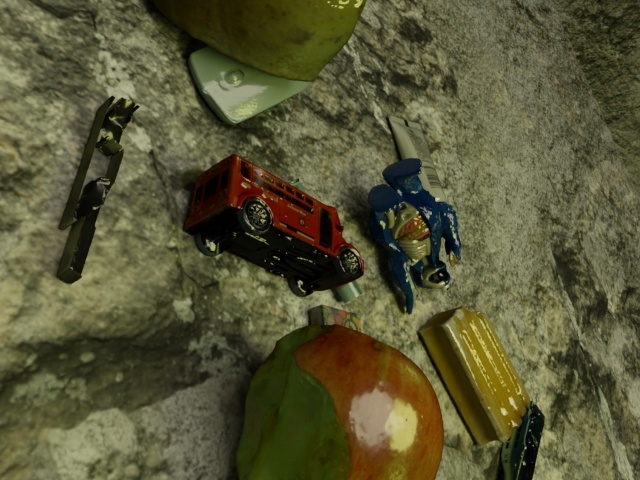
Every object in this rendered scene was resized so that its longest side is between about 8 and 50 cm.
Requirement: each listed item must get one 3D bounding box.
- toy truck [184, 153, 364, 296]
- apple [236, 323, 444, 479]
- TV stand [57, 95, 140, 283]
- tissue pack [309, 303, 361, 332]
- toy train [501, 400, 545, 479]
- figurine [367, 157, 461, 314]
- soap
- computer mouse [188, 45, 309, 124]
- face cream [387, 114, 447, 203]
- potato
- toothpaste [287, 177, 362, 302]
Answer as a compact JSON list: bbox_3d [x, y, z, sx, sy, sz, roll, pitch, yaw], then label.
[{"bbox_3d":[-0.053,-0.014,0.948,0.253,0.107,0.114,27,53,-37],"label":"toy truck"},{"bbox_3d":[0.013,0.226,0.792,0.246,0.246,0.226,42,58,-26],"label":"apple"},{"bbox_3d":[-0.260,-0.066,0.798,0.042,0.036,0.249,32,49,-36],"label":"TV stand"},{"bbox_3d":[0.023,0.133,1.015,0.083,0.035,0.063,21,56,-39],"label":"tissue pack"},{"bbox_3d":[0.356,0.397,1.239,0.052,0.051,0.234,49,45,-18],"label":"toy train"},{"bbox_3d":[0.157,-0.011,1.188,0.164,0.121,0.262,-32,120,-26],"label":"figurine"},{"bbox_3d":[0.278,0.227,1.223,0.140,0.073,0.232,-32,95,-53],"label":"soap"},{"bbox_3d":[-0.098,-0.263,1.060,0.128,0.079,0.231,56,43,-6],"label":"computer mouse"},{"bbox_3d":[0.195,-0.135,1.341,0.092,0.058,0.243,7,60,-40],"label":"face cream"},{"bbox_3d":[-0.089,-0.416,0.933,0.213,0.280,0.330,-12,65,-40],"label":"potato"},{"bbox_3d":[0.000,0.000,1.062,0.056,0.036,0.205,-30,90,-49],"label":"toothpaste"}]
